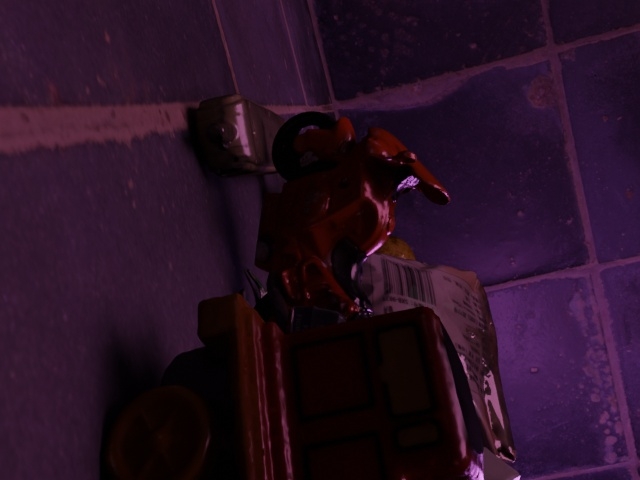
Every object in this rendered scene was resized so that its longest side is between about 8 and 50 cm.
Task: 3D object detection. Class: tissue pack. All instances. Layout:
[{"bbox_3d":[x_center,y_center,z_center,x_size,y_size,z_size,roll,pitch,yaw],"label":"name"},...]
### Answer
[{"bbox_3d":[0.180,0.191,1.288,0.195,0.375,0.390,127,-29,-46],"label":"tissue pack"}]

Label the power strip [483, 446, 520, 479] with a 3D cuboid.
[{"bbox_3d":[0.124,0.422,0.836,0.091,0.062,0.386,-2,116,-50],"label":"power strip"}]

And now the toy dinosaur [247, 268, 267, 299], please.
[{"bbox_3d":[-0.066,0.081,0.900,0.120,0.029,0.060,68,24,-46],"label":"toy dinosaur"}]

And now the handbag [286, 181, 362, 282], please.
[{"bbox_3d":[0.000,0.000,1.116,0.208,0.126,0.229,52,36,-76],"label":"handbag"}]

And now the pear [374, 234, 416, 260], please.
[{"bbox_3d":[0.111,0.082,1.509,0.197,0.197,0.198,-13,90,-82],"label":"pear"}]

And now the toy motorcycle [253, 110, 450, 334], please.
[{"bbox_3d":[0.033,0.004,0.811,0.148,0.221,0.326,35,59,-67],"label":"toy motorcycle"}]

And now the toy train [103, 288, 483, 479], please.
[{"bbox_3d":[-0.003,0.186,0.452,0.163,0.231,0.369,59,19,-55],"label":"toy train"}]

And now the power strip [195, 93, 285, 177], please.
[{"bbox_3d":[-0.094,-0.130,0.925,0.387,0.066,0.092,-46,124,-83],"label":"power strip"}]
